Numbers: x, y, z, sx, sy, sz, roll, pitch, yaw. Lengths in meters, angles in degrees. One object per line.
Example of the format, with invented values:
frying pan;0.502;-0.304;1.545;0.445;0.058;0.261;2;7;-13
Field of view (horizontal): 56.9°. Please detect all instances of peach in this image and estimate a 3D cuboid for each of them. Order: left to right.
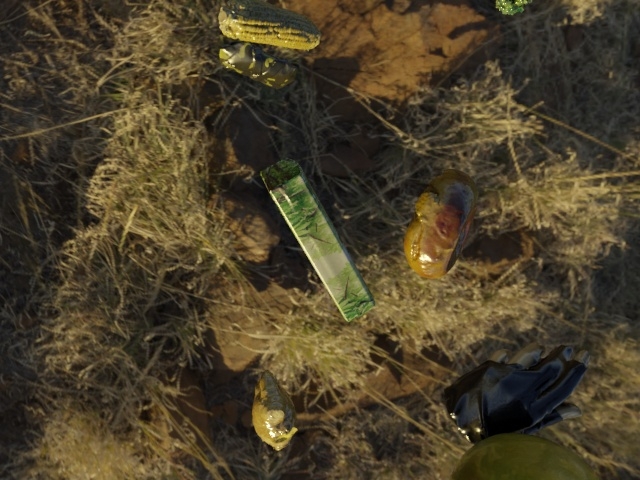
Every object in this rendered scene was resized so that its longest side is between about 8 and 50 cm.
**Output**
peach;0.354;0.494;1.020;0.282;0.314;0.315;36;43;-12

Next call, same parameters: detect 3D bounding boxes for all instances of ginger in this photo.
ginger;-0.113;0.414;1.405;0.102;0.157;0.216;-20;141;-19

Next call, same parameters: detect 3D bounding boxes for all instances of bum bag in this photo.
bum bag;-0.162;-0.463;1.553;0.233;0.107;0.060;12;61;-42

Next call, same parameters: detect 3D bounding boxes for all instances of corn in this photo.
corn;-0.101;-0.454;1.244;0.288;0.087;0.086;-12;109;-53

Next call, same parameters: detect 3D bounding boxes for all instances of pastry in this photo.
pastry;0.378;-0.049;1.842;0.356;0.164;0.355;-56;158;-37

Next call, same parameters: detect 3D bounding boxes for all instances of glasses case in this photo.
glasses case;0.000;0.000;0.950;0.062;0.095;0.272;-30;119;0

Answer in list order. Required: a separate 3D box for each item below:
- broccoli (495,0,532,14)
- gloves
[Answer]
broccoli;0.380;-0.545;1.178;0.160;0.154;0.167;23;106;-24
gloves;0.410;0.308;1.196;0.301;0.152;0.197;-35;90;-6
